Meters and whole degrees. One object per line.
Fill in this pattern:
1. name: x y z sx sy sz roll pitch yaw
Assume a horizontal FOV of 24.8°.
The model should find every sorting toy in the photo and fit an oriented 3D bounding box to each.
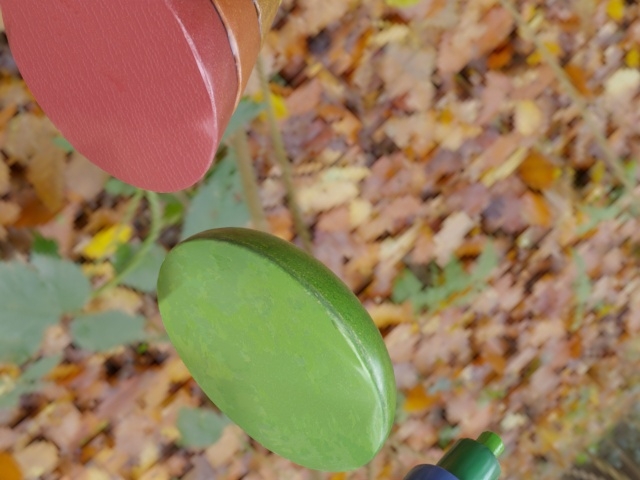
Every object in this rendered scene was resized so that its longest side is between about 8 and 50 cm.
1. sorting toy: 0.000 0.000 0.660 0.127 0.366 0.126 -1 -147 47
